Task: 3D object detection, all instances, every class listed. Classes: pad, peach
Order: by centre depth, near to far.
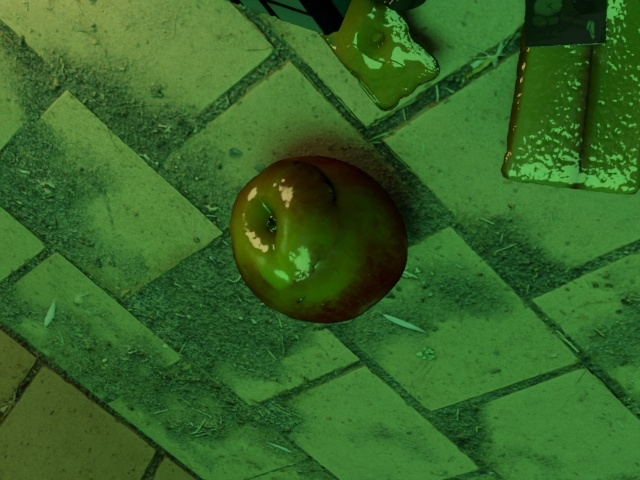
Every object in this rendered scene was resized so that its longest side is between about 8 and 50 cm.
[{"bbox_3d":[0.390,-0.407,1.384,0.127,0.004,0.190,1,101,22],"label":"pad"},{"bbox_3d":[0.000,0.000,1.791,0.369,0.370,0.370,13,135,13],"label":"peach"}]

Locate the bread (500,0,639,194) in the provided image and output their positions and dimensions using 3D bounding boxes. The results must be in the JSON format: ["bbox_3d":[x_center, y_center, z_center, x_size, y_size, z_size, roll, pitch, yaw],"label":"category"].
[{"bbox_3d":[0.458,-0.272,1.514,0.233,0.245,0.362,8,102,15],"label":"bread"}]

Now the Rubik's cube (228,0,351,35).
[{"bbox_3d":[-0.080,-0.506,1.272,0.293,0.289,0.283,20,179,17],"label":"Rubik's cube"}]

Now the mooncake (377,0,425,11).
[{"bbox_3d":[0.102,-0.451,1.423,0.175,0.169,0.104,11,135,-7],"label":"mooncake"}]

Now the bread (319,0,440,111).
[{"bbox_3d":[0.103,-0.360,1.567,0.160,0.088,0.233,-31,111,36],"label":"bread"}]
